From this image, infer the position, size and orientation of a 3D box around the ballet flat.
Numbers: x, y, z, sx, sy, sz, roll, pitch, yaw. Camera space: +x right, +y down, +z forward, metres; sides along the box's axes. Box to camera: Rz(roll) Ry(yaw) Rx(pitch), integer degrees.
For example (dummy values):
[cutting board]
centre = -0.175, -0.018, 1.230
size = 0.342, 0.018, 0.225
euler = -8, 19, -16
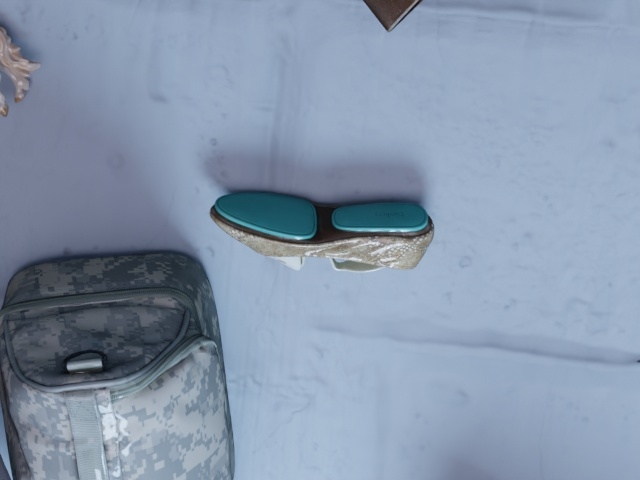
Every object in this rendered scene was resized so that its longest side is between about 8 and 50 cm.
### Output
[ballet flat]
centre = 0.000, 0.000, 1.748
size = 0.206, 0.073, 0.067
euler = 6, 128, 2

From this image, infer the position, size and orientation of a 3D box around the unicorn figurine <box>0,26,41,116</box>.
[unicorn figurine]
centre = -0.339, -0.139, 1.702
size = 0.162, 0.060, 0.111
euler = -40, 108, 0

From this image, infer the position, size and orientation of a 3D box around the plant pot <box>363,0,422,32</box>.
[plant pot]
centre = 0.050, -0.326, 1.544
size = 0.230, 0.215, 0.215
euler = 45, 108, -2

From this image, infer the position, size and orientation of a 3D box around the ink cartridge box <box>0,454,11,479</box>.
[ink cartridge box]
centre = -0.429, 0.200, 1.701
size = 0.198, 0.270, 0.197
euler = 23, 115, -43

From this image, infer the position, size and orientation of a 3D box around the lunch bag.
[lunch bag]
centre = -0.187, 0.194, 1.733
size = 0.213, 0.256, 0.305
euler = -3, 114, 3
